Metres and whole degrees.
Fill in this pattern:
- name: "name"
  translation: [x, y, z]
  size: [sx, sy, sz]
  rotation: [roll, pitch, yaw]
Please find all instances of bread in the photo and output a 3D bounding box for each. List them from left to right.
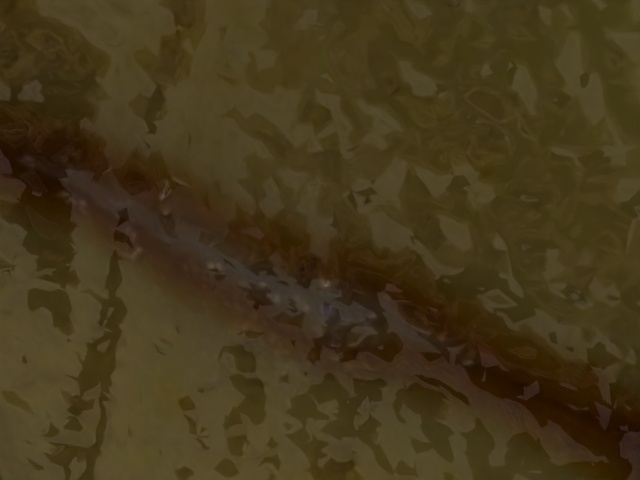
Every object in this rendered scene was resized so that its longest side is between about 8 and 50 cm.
- name: "bread"
  translation: [0.000, 0.000, 0.496]
  size: [0.198, 0.263, 0.236]
  rotation: [-10, 36, -37]
